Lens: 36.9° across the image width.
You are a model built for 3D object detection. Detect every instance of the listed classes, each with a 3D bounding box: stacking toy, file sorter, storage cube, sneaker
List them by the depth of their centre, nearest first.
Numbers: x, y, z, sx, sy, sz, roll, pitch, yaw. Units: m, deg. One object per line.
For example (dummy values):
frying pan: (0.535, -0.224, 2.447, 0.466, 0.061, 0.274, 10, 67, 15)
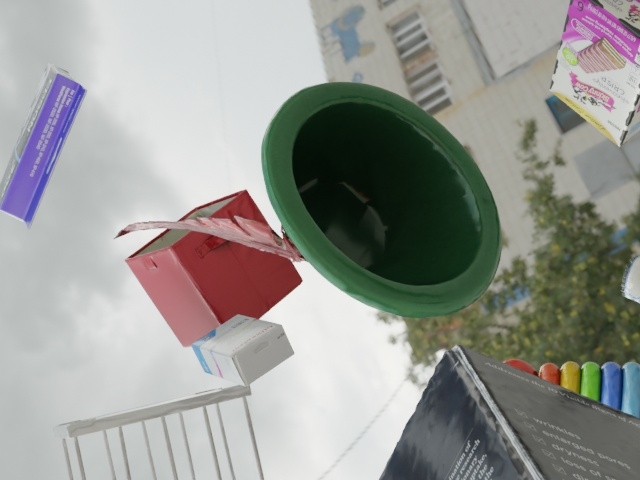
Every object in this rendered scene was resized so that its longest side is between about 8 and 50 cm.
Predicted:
file sorter: (-0.248, 0.337, 1.478, 0.193, 0.278, 0.173, 151, 108, -67)
storage cube: (-0.183, 0.052, 1.644, 0.184, 0.215, 0.193, -40, -74, -33)
sneaker: (0.591, 0.090, 1.651, 0.086, 0.085, 0.237, 17, 171, 46)
stacking toy: (0.470, 0.269, 1.708, 0.141, 0.330, 0.141, 4, -90, -76)

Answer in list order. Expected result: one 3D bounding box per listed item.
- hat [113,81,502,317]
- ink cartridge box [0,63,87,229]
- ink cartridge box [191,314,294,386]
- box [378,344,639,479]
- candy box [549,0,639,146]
hat: (0.000, 0.000, 0.701, 0.173, 0.183, 0.208, -31, -102, -38)
ink cartridge box: (-0.391, -0.136, 1.333, 0.045, 0.206, 0.208, 21, -174, -25)
ink cartridge box: (-0.108, 0.150, 1.325, 0.088, 0.122, 0.052, -32, -72, -28)
box: (0.337, 0.396, 1.023, 0.480, 0.297, 0.472, 23, -166, -12)
candy box: (0.442, -0.273, 1.453, 0.159, 0.071, 0.233, 46, 162, 26)
